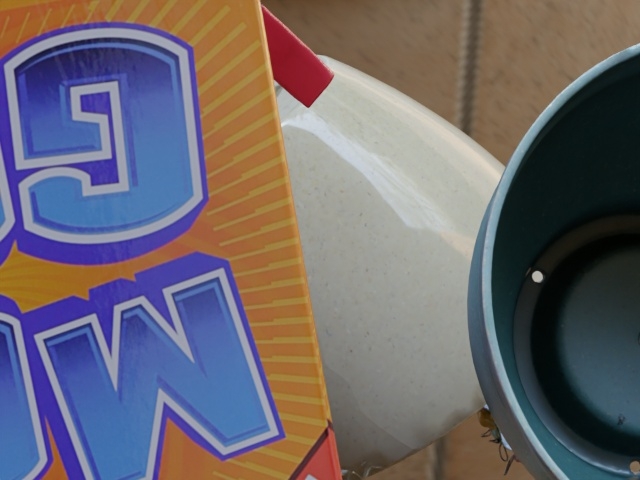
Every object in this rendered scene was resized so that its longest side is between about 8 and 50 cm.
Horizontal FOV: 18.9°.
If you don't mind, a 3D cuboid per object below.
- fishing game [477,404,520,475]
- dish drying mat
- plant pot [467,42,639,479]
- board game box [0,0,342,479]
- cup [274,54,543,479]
[{"bbox_3d":[0.145,0.161,1.686,0.041,0.189,0.264,-44,38,0],"label":"fishing game"},{"bbox_3d":[-0.025,-0.123,1.292,0.032,0.083,0.008,-48,39,3],"label":"dish drying mat"},{"bbox_3d":[0.211,0.047,1.100,0.293,0.196,0.293,2,78,-10],"label":"plant pot"},{"bbox_3d":[-0.213,-0.003,1.064,0.356,0.356,0.356,-12,103,-10],"label":"board game box"},{"bbox_3d":[0.000,0.000,1.470,0.331,0.331,0.237,-29,110,11],"label":"cup"}]
